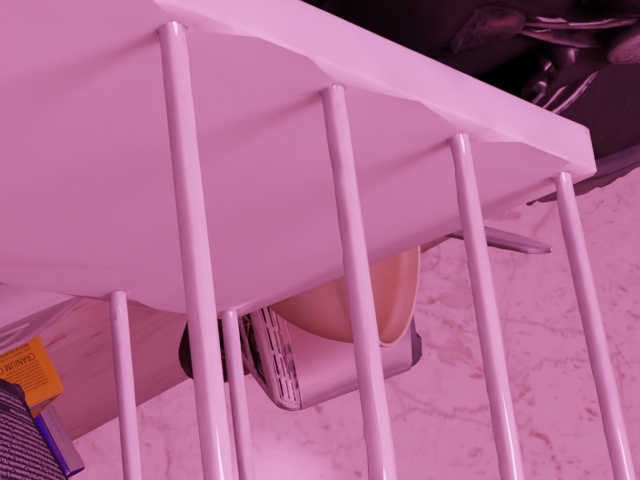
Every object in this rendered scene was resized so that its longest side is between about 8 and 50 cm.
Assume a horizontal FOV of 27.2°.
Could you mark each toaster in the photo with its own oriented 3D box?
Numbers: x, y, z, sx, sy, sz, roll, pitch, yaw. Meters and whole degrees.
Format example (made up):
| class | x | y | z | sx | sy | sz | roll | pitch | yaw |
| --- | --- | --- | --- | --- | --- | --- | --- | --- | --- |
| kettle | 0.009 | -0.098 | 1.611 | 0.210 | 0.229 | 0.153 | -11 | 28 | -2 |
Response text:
| class | x | y | z | sx | sy | sz | roll | pitch | yaw |
| --- | --- | --- | --- | --- | --- | --- | --- | --- | --- |
| toaster | -0.005 | 0.042 | 1.144 | 0.146 | 0.129 | 0.227 | -25 | 134 | -17 |

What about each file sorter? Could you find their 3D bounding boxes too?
| class | x | y | z | sx | sy | sz | roll | pitch | yaw |
| --- | --- | --- | --- | --- | --- | --- | --- | --- | --- |
| file sorter | -0.051 | 0.045 | 0.414 | 0.193 | 0.173 | 0.278 | -22 | 157 | 36 |

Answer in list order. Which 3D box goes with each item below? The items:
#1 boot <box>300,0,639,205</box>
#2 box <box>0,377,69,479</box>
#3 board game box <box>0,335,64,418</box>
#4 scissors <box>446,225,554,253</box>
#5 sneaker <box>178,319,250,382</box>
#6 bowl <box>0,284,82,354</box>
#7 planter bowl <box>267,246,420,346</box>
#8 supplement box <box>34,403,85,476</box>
| class | x | y | z | sx | sy | sz | roll | pitch | yaw |
| --- | --- | --- | --- | --- | --- | --- | --- | --- | --- |
| boot | 0.163 | -0.158 | 0.501 | 0.367 | 0.146 | 0.445 | -27 | 169 | -34 |
| box | -0.294 | 0.291 | 0.834 | 0.343 | 0.312 | 0.179 | -38 | 156 | 1 |
| board game box | -0.378 | 0.189 | 1.138 | 0.242 | 0.064 | 0.316 | -25 | 173 | -32 |
| scissors | 0.021 | -0.023 | 0.741 | 0.297 | 0.021 | 0.109 | 8 | -171 | 38 |
| sneaker | -0.101 | 0.064 | 1.302 | 0.162 | 0.106 | 0.281 | -13 | 155 | -47 |
| bowl | -0.199 | 0.037 | 0.771 | 0.142 | 0.053 | 0.142 | -25 | 174 | -45 |
| planter bowl | 0.000 | 0.000 | 0.997 | 0.109 | 0.162 | 0.162 | -2 | -175 | 22 |
| supplement box | -0.381 | 0.252 | 1.417 | 0.220 | 0.111 | 0.114 | -28 | 175 | -4 |
